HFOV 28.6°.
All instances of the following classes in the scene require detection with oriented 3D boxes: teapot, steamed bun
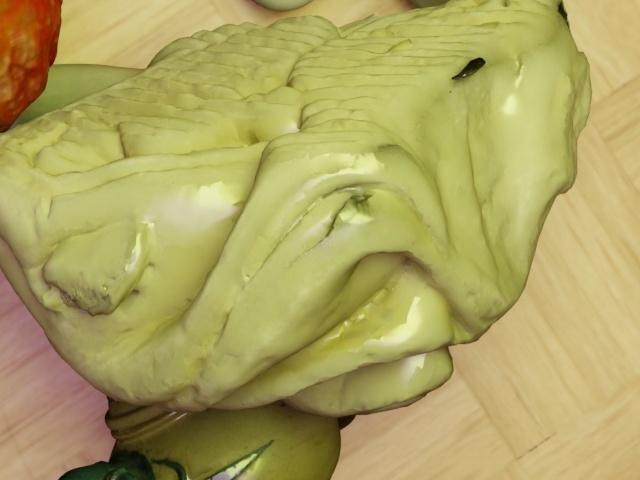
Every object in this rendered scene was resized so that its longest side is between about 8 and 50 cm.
[{"bbox_3d":[-0.075,0.126,0.895,0.269,0.173,0.182,-38,101,-36],"label":"teapot"},{"bbox_3d":[0.000,0.000,0.787,0.394,0.346,0.237,-16,115,-5],"label":"steamed bun"}]

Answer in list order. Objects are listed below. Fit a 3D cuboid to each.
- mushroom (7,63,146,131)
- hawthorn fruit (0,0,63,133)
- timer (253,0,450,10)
[{"bbox_3d":[-0.264,-0.094,0.918,0.351,0.097,0.109,7,100,-9],"label":"mushroom"},{"bbox_3d":[-0.234,-0.148,0.781,0.243,0.207,0.207,-20,92,-28],"label":"hawthorn fruit"},{"bbox_3d":[0.056,-0.246,0.873,0.240,0.233,0.233,-39,93,-6],"label":"timer"}]
